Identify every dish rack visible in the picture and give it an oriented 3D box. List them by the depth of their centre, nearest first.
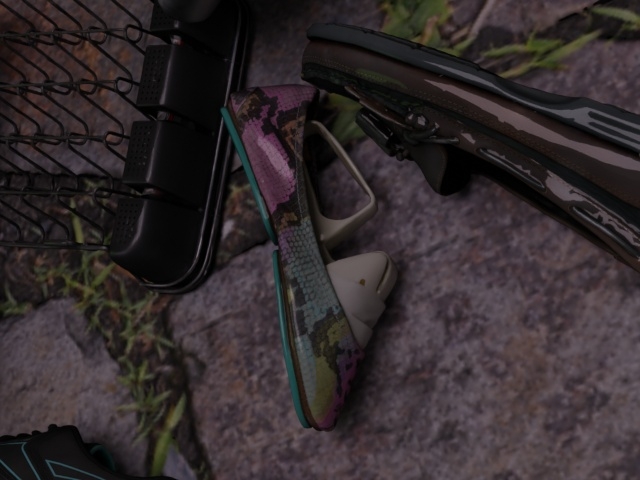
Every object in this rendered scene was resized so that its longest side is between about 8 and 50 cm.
[{"bbox_3d":[-0.188,-0.079,0.958,0.271,0.074,0.208,3,77,31],"label":"dish rack"}]

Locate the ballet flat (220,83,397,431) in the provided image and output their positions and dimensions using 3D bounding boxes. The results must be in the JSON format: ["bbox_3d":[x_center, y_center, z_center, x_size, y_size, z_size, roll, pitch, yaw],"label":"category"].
[{"bbox_3d":[0.000,0.000,0.838,0.079,0.077,0.222,-16,68,3],"label":"ballet flat"}]

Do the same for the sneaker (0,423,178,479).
[{"bbox_3d":[-0.190,0.170,0.894,0.267,0.101,0.106,15,59,34],"label":"sneaker"}]

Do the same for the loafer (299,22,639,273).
[{"bbox_3d":[0.092,-0.052,0.786,0.267,0.096,0.084,22,94,29],"label":"loafer"}]

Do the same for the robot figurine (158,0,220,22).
[{"bbox_3d":[-0.036,-0.310,0.845,0.300,0.200,0.353,27,79,-12],"label":"robot figurine"}]
